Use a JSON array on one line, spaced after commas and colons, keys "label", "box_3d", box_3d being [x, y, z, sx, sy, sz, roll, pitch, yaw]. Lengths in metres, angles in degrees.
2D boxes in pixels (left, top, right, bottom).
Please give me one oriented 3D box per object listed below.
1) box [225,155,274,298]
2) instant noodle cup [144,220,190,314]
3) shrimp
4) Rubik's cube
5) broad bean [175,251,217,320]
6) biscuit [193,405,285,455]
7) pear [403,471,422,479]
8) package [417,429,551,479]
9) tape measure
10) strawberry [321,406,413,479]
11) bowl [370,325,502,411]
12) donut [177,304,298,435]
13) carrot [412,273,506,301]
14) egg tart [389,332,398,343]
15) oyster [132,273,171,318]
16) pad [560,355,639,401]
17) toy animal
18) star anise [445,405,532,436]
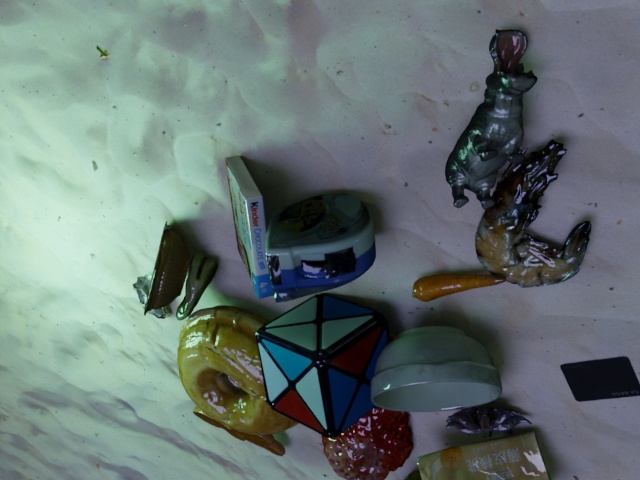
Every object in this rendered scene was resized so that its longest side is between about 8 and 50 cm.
[{"label": "box", "box_3d": [-0.177, -0.037, 1.741, 0.048, 0.265, 0.273, -11, 120, -14]}, {"label": "instant noodle cup", "box_3d": [-0.421, 0.086, 1.974, 0.091, 0.274, 0.274, 14, 130, -12]}, {"label": "shrimp", "box_3d": [0.458, -0.038, 1.462, 0.233, 0.071, 0.364, 26, 132, 10]}, {"label": "Rubik's cube", "box_3d": [0.013, 0.305, 1.783, 0.250, 0.246, 0.248, 14, 121, 43]}, {"label": "broad bean", "box_3d": [-0.355, 0.139, 2.001, 0.072, 0.153, 0.206, 20, 103, 1]}, {"label": "biscuit", "box_3d": [-0.268, 0.590, 2.250, 0.324, 0.049, 0.205, 11, 150, 28]}, {"label": "pear", "box_3d": [0.311, 0.794, 2.007, 0.238, 0.164, 0.255, 37, 128, 7]}, {"label": "package", "box_3d": [0.422, 0.632, 1.771, 0.311, 0.165, 0.221, -17, 110, 14]}, {"label": "tape measure", "box_3d": [-0.002, -0.001, 1.627, 0.262, 0.259, 0.138, -12, 119, 7]}, {"label": "strawberry", "box_3d": [0.122, 0.548, 1.972, 0.265, 0.149, 0.336, 27, 128, 16]}, {"label": "bowl", "box_3d": [0.270, 0.303, 1.677, 0.307, 0.163, 0.307, 0, 157, 0]}, {"label": "donut", "box_3d": [-0.228, 0.382, 2.047, 0.449, 0.198, 0.448, 17, 128, 22]}, {"label": "carrot", "box_3d": [0.310, 0.098, 1.624, 0.257, 0.061, 0.061, -17, 109, 44]}, {"label": "egg tart", "box_3d": [0.183, 0.283, 1.833, 0.130, 0.052, 0.130, 16, 127, 22]}, {"label": "oyster", "box_3d": [-0.524, 0.178, 2.191, 0.108, 0.053, 0.165, -2, 111, 11]}, {"label": "pad", "box_3d": [0.642, 0.319, 1.614, 0.157, 0.003, 0.112, -17, 109, 37]}, {"label": "toy animal", "box_3d": [0.338, -0.222, 1.363, 0.106, 0.168, 0.343, 5, 126, -13]}, {"label": "star anise", "box_3d": [0.409, 0.448, 1.767, 0.205, 0.061, 0.181, -20, 146, 37]}]
